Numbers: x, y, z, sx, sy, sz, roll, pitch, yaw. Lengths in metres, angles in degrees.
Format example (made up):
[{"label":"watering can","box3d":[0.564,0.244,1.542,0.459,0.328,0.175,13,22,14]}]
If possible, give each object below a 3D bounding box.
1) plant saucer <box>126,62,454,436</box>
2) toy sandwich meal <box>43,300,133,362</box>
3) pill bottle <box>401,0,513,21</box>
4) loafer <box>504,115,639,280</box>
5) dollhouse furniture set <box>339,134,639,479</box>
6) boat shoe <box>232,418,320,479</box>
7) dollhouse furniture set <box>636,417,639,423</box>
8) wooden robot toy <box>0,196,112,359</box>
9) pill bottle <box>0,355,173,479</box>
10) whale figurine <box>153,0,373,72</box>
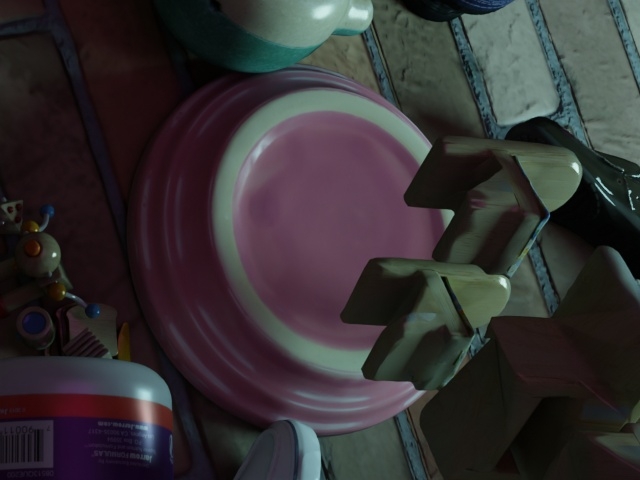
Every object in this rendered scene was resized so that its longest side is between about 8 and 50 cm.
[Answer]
[{"label":"plant saucer","box3d":[0.000,0.000,1.654,0.332,0.084,0.332,8,73,-28]},{"label":"toy sandwich meal","box3d":[-0.183,0.089,1.553,0.085,0.029,0.085,9,72,-28]},{"label":"pill bottle","box3d":[0.157,-0.276,1.740,0.123,0.219,0.123,9,72,-28]},{"label":"loafer","box3d":[0.261,-0.048,1.829,0.220,0.080,0.078,40,51,-20]},{"label":"dollhouse furniture set","box3d":[0.181,0.185,1.504,0.256,0.394,0.362,4,43,-29]},{"label":"boat shoe","box3d":[-0.076,0.250,1.532,0.084,0.095,0.258,31,62,-24]},{"label":"dollhouse furniture set","box3d":[0.296,0.219,1.705,0.123,0.151,0.144,-16,82,-49]},{"label":"wooden robot toy","box3d":[-0.224,0.028,1.501,0.076,0.079,0.173,-25,74,-8]},{"label":"pill bottle","box3d":[-0.196,0.254,1.411,0.181,0.181,0.323,5,74,-29]},{"label":"whale figurine","box3d":[-0.051,-0.246,1.684,0.216,0.141,0.272,41,36,-6]}]
